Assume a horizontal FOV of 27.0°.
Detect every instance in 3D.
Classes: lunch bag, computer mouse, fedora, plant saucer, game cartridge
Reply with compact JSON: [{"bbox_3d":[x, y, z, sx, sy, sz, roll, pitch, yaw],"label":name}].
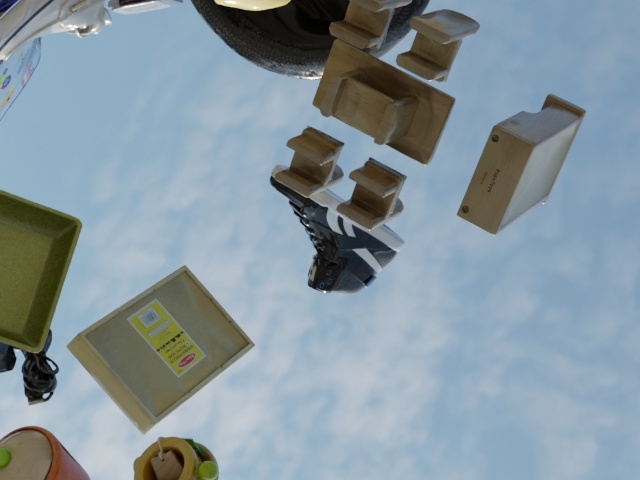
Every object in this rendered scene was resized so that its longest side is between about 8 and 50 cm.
[{"bbox_3d":[-0.526,-0.255,2.060,0.293,0.138,0.221,-46,175,-14],"label":"lunch bag"},{"bbox_3d":[-0.527,0.164,1.956,0.072,0.272,0.188,-62,-152,24],"label":"computer mouse"},{"bbox_3d":[-0.005,-0.345,1.462,0.334,0.152,0.334,4,-79,20],"label":"fedora"},{"bbox_3d":[-0.413,0.031,1.653,0.045,0.188,0.188,-40,-147,60],"label":"plant saucer"},{"bbox_3d":[-0.219,-0.300,1.678,0.083,0.056,0.017,-7,-93,18],"label":"game cartridge"}]

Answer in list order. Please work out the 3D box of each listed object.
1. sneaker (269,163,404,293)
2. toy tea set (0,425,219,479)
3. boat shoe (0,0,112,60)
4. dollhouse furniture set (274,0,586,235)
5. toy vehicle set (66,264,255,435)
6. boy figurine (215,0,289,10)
[{"bbox_3d":[0.000,0.000,1.721,0.121,0.217,0.079,-56,-151,6],"label":"sneaker"},{"bbox_3d":[-0.213,0.266,1.292,0.336,0.124,0.200,-13,-127,22],"label":"toy tea set"},{"bbox_3d":[-0.281,-0.285,1.576,0.267,0.088,0.096,-40,-166,-8],"label":"boat shoe"},{"bbox_3d":[0.115,-0.120,1.326,0.242,0.161,0.212,29,-64,18],"label":"dollhouse furniture set"},{"bbox_3d":[-0.225,0.152,1.929,0.166,0.267,0.035,49,-54,4],"label":"toy vehicle set"},{"bbox_3d":[-0.090,-0.348,1.201,0.092,0.285,0.177,-11,-154,15],"label":"boy figurine"}]
